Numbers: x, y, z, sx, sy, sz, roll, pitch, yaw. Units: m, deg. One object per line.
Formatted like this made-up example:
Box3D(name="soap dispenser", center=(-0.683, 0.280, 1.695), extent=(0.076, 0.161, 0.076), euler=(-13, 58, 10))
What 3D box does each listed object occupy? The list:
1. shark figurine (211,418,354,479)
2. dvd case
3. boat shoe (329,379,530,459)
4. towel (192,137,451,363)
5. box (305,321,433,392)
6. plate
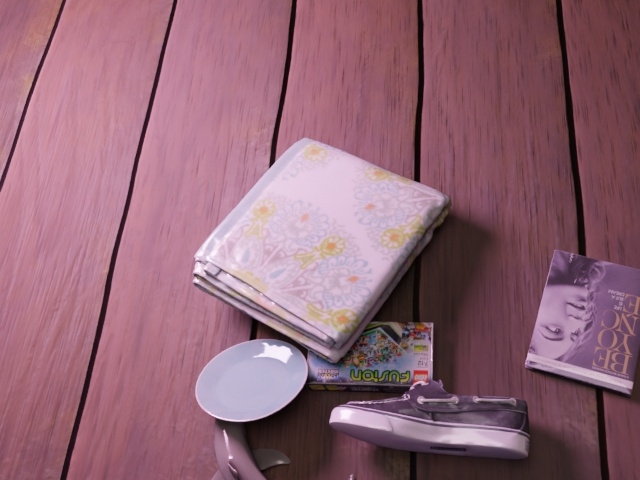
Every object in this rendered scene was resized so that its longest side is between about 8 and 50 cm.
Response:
Box3D(name="shark figurine", center=(-0.086, 0.363, 1.158), extent=(0.278, 0.116, 0.166), euler=(26, 70, 24))
Box3D(name="dvd case", center=(0.442, 0.129, 1.252), extent=(0.164, 0.018, 0.221), euler=(15, 64, 17))
Box3D(name="boat shoe", center=(0.167, 0.264, 1.172), extent=(0.301, 0.108, 0.102), euler=(4, 63, 9))
Box3D(name="towel", center=(0.000, 0.000, 1.340), extent=(0.320, 0.090, 0.374), euler=(27, 62, 23))
Box3D(name="box", center=(0.083, 0.192, 1.267), extent=(0.206, 0.036, 0.114), euler=(0, 61, 9))
Box3D(name="plate", center=(-0.111, 0.232, 1.254), extent=(0.188, 0.024, 0.188), euler=(-8, 34, 6))
